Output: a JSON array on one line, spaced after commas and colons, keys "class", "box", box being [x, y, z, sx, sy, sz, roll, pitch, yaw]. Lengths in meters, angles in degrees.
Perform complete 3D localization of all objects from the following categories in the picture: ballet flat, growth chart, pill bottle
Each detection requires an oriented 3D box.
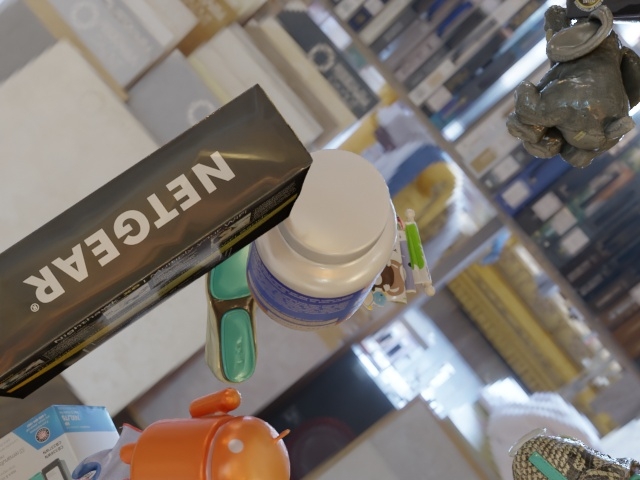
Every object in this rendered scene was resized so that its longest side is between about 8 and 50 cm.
[{"class": "ballet flat", "box": [0.351, 0.334, 1.578, 0.182, 0.164, 0.483, 42, 0, 25]}, {"class": "ballet flat", "box": [-0.127, 0.077, 1.583, 0.086, 0.248, 0.086, 5, 16, -2]}, {"class": "growth chart", "box": [0.069, 0.023, 1.659, 0.237, 0.021, 0.171, 4, 58, -38]}, {"class": "pill bottle", "box": [0.000, 0.000, 1.245, 0.152, 0.152, 0.272, 51, -16, 8]}]

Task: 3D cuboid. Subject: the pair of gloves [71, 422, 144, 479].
[{"class": "pair of gloves", "box": [-0.246, 0.348, 1.603, 0.198, 0.023, 0.159, 30, 55, -8]}]

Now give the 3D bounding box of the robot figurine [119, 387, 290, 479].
[{"class": "robot figurine", "box": [-0.129, 0.262, 1.314, 0.128, 0.220, 0.158, 66, 33, -28]}]

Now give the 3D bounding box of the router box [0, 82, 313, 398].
[{"class": "router box", "box": [-0.160, 0.013, 0.963, 0.081, 0.309, 0.243, 54, -11, 3]}]

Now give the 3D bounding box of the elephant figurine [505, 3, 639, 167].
[{"class": "elephant figurine", "box": [0.350, -0.231, 1.508, 0.186, 0.239, 0.169, 21, -19, 16]}]

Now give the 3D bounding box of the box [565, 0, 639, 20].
[{"class": "box", "box": [0.584, -0.342, 1.559, 0.395, 0.097, 0.318, -4, 7, -36]}]

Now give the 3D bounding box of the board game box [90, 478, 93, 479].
[{"class": "board game box", "box": [-0.342, 0.434, 1.742, 0.035, 0.201, 0.136, 26, 48, -45]}]

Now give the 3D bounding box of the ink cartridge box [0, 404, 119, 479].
[{"class": "ink cartridge box", "box": [-0.471, 0.474, 2.153, 0.270, 0.198, 0.197, 60, 12, 18]}]
